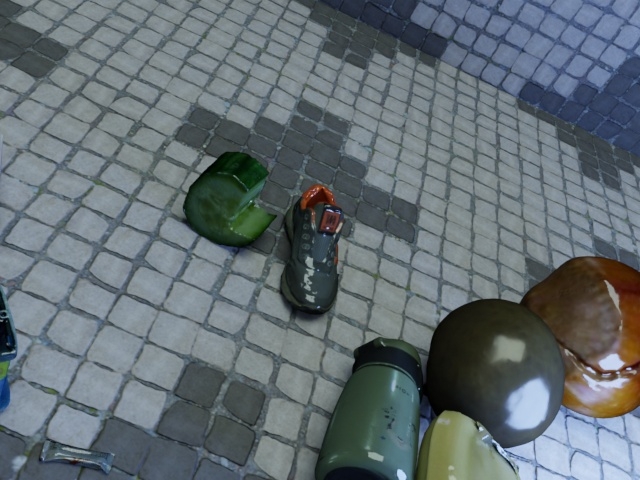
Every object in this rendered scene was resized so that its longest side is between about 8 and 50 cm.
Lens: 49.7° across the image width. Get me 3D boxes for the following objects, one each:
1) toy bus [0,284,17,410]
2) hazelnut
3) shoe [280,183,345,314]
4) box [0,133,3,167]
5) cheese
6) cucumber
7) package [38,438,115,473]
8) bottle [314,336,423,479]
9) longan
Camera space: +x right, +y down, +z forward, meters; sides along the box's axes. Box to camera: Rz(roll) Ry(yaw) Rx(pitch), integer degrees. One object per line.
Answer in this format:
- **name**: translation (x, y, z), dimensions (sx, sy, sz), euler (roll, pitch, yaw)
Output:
- **toy bus**: translation (-0.611, 0.174, 0.980), dimensions (0.312, 0.190, 0.152), euler (-8, 53, -35)
- **hazelnut**: translation (0.615, 0.212, 1.550), dimensions (0.372, 0.373, 0.315), euler (10, 6, -21)
- **shoe**: translation (0.000, 0.000, 1.518), dimensions (0.132, 0.171, 0.337), euler (15, 42, -17)
- **box**: translation (-0.702, -0.100, 1.270), dimensions (0.203, 0.106, 0.252), euler (4, 48, -25)
- **cheese**: translation (0.252, 0.479, 1.176), dimensions (0.259, 0.128, 0.316), euler (39, 40, -21)
- **cucumber**: translation (-0.197, -0.095, 1.502), dimensions (0.191, 0.191, 0.130), euler (29, 40, 0)
- **package**: translation (-0.380, 0.338, 1.080), dimensions (0.110, 0.015, 0.037), euler (16, 43, -13)
- **bottle**: translation (0.107, 0.320, 1.269), dimensions (0.168, 0.169, 0.347), euler (28, 36, -2)
- **longan**: translation (0.341, 0.264, 1.369), dimensions (0.297, 0.297, 0.297), euler (16, 43, -15)
